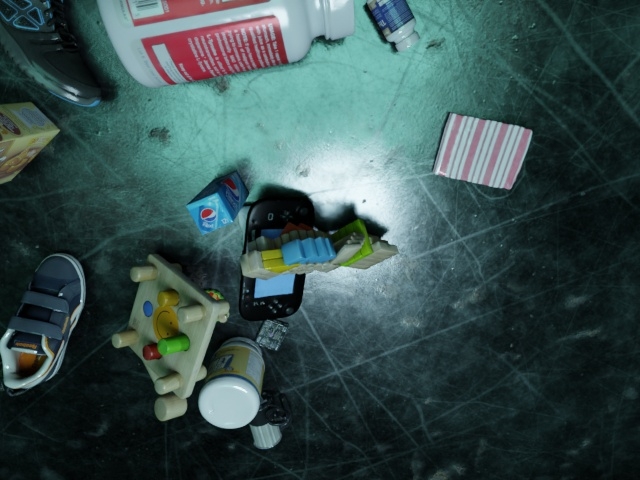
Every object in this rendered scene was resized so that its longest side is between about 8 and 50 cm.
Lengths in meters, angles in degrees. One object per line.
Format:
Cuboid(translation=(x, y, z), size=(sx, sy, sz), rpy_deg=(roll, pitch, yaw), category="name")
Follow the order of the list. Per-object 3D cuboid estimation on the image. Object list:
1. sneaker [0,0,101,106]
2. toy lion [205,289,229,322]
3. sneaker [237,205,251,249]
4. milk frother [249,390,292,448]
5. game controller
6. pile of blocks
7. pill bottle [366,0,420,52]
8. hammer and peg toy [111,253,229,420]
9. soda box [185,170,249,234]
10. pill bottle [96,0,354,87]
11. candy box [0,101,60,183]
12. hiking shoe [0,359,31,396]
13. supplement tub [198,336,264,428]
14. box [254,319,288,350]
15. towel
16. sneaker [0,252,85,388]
Cuboid(translation=(-0.541, -0.418, 0.808), size=(0.140, 0.125, 0.340), rpy_deg=(-35, 109, 10), category="sneaker")
Cuboid(translation=(-0.291, 0.178, 1.098), size=(0.100, 0.034, 0.096), rpy_deg=(-30, 102, 10), category="toy lion")
Cuboid(translation=(-0.158, -0.011, 1.014), size=(0.061, 0.053, 0.152), rpy_deg=(-7, 111, -4), category="sneaker")
Cuboid(translation=(-0.138, 0.508, 1.167), size=(0.129, 0.143, 0.134), rpy_deg=(-14, 109, -4), category="milk frother")
Cuboid(translation=(-0.108, 0.049, 1.011), size=(0.167, 0.067, 0.318), rpy_deg=(-7, 115, -36), category="game controller")
Cuboid(translation=(0.000, 0.000, 0.935), size=(0.363, 0.112, 0.149), rpy_deg=(-4, 156, -28), category="pile of blocks")
Cuboid(translation=(0.149, -0.444, 0.846), size=(0.067, 0.067, 0.120), rpy_deg=(-32, 108, 10), category="pill bottle")
Cuboid(translation=(-0.380, 0.240, 1.003), size=(0.266, 0.127, 0.361), rpy_deg=(31, 107, 29), category="hammer and peg toy")
Cuboid(translation=(-0.211, -0.087, 0.898), size=(0.071, 0.210, 0.067), rpy_deg=(-22, 110, 8), category="soda box")
Cuboid(translation=(-0.153, -0.425, 0.760), size=(0.409, 0.229, 0.228), rpy_deg=(-9, 111, 2), category="pill bottle")
Cuboid(translation=(-0.664, -0.164, 0.801), size=(0.183, 0.316, 0.087), rpy_deg=(-39, 107, 12), category="candy box")
Cuboid(translation=(-0.804, 0.357, 1.107), size=(0.227, 0.114, 0.086), rpy_deg=(-24, 109, 8), category="hiking shoe")
Cuboid(translation=(-0.218, 0.352, 1.074), size=(0.145, 0.199, 0.144), rpy_deg=(-1, 111, -2), category="supplement tub")
Cuboid(translation=(-0.131, 0.250, 1.134), size=(0.067, 0.018, 0.083), rpy_deg=(21, 109, -9), category="box")
Cuboid(translation=(0.368, -0.203, 0.969), size=(0.197, 0.029, 0.144), rpy_deg=(11, 111, -3), category="towel")
Cuboid(translation=(-0.650, 0.190, 0.996), size=(0.126, 0.127, 0.320), rpy_deg=(11, 89, -6), category="sneaker")
